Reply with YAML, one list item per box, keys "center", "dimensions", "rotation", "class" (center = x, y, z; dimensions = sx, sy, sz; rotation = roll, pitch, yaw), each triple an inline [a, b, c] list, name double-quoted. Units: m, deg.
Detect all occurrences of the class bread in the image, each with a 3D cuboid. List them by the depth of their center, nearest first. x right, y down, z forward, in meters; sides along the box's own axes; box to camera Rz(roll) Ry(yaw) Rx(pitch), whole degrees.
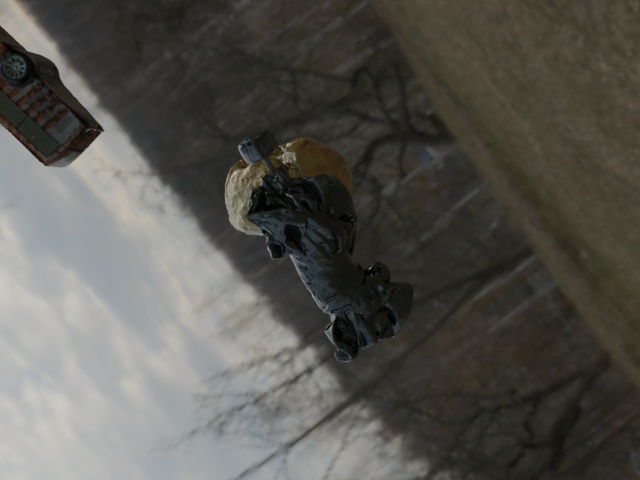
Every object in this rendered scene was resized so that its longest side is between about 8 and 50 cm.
- center: [-0.062, -0.104, 2.177]
  dimensions: [0.244, 0.244, 0.134]
  rotation: [-122, 10, -74]
  class: "bread"

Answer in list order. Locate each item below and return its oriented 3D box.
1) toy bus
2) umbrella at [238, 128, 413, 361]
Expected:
- center: [-0.443, -0.256, 1.537]
  dimensions: [0.409, 0.092, 0.093]
  rotation: [43, -173, 4]
  class: "toy bus"
- center: [0.000, 0.001, 1.677]
  dimensions: [0.094, 0.143, 0.349]
  rotation: [-14, 112, 48]
  class: "umbrella"
